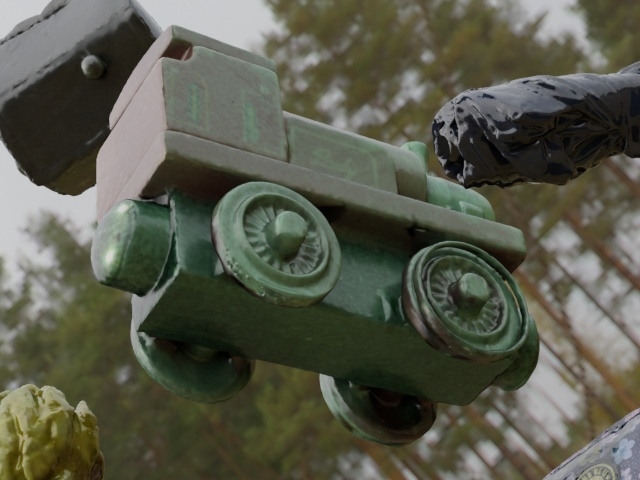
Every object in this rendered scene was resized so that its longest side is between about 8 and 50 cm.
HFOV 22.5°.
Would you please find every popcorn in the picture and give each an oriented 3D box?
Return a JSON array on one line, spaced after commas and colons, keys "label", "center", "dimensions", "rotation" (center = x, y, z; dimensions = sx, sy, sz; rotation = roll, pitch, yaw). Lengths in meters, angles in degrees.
[{"label": "popcorn", "center": [-0.192, 0.159, 1.081], "dimensions": [0.116, 0.106, 0.121], "rotation": [21, -71, -36]}]

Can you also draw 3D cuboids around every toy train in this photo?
[{"label": "toy train", "center": [0.000, 0.000, 1.027], "dimensions": [0.304, 0.221, 0.150], "rotation": [17, -45, -25]}]

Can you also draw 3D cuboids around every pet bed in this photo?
[{"label": "pet bed", "center": [-0.258, -0.167, 1.722], "dimensions": [0.211, 0.183, 0.159], "rotation": [-32, -19, 4]}]

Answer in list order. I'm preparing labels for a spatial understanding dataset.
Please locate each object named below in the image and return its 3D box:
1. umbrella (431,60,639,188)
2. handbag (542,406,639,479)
[{"label": "umbrella", "center": [0.180, -0.067, 0.890], "dimensions": [0.248, 0.071, 0.071], "rotation": [-9, -28, -24]}, {"label": "handbag", "center": [0.256, 0.246, 1.282], "dimensions": [0.228, 0.127, 0.208], "rotation": [-36, 32, 22]}]
